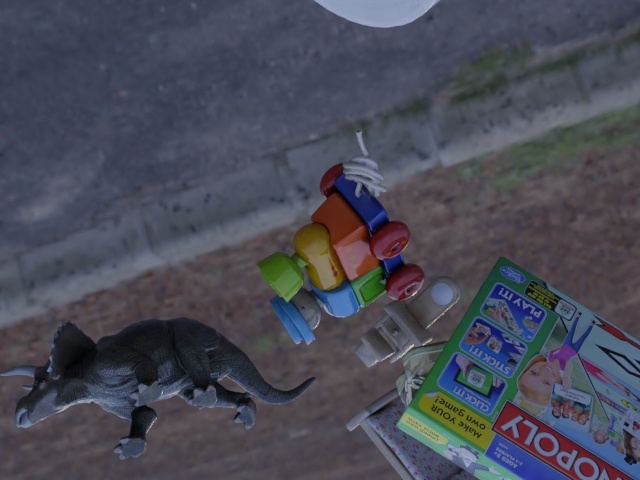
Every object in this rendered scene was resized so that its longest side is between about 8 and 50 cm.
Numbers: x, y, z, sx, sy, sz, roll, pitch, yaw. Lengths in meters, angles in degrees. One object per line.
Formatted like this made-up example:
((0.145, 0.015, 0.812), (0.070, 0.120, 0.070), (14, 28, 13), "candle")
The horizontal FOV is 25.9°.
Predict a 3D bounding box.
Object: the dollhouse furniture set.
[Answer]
((0.157, 0.211, 1.898), (0.174, 0.303, 0.355), (-45, 169, 24), "dollhouse furniture set")

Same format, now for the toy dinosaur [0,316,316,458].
((-0.156, 0.127, 1.412), (0.313, 0.160, 0.121), (-12, 131, -19), "toy dinosaur")

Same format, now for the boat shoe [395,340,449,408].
((0.112, 0.147, 1.458), (0.056, 0.048, 0.153), (-9, 157, -14), "boat shoe")

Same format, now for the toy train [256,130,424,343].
((0.000, 0.000, 1.300), (0.143, 0.105, 0.248), (-36, 150, -7), "toy train")

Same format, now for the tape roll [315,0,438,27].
((0.041, -0.359, 1.392), (0.100, 0.286, 0.286), (-43, 175, -28), "tape roll")

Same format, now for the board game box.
((0.259, 0.178, 1.339), (0.213, 0.317, 0.046), (-54, 172, -37), "board game box")
